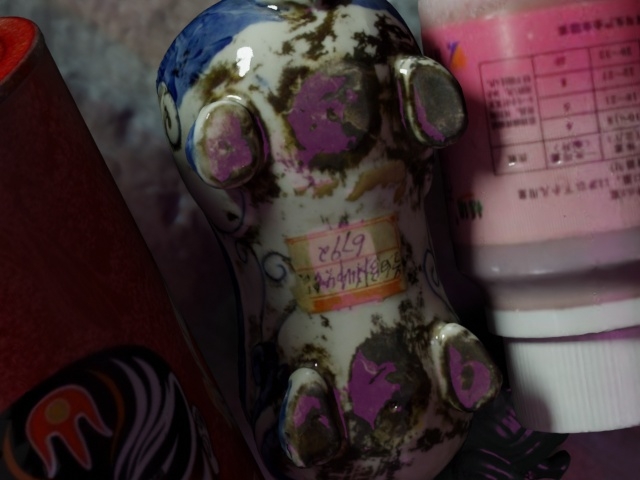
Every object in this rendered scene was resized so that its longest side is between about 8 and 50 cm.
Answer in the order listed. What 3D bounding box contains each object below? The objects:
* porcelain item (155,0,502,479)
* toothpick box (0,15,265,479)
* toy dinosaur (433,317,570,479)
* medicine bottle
[{"bbox_3d":[0.000,0.000,0.849,0.138,0.186,0.288,-16,101,-12],"label":"porcelain item"},{"bbox_3d":[-0.153,0.085,0.780,0.204,0.204,0.333,-25,113,-3],"label":"toothpick box"},{"bbox_3d":[0.123,0.133,0.971,0.120,0.079,0.292,4,107,-8],"label":"toy dinosaur"},{"bbox_3d":[0.135,-0.030,0.845,0.147,0.147,0.247,-9,95,-10],"label":"medicine bottle"}]
